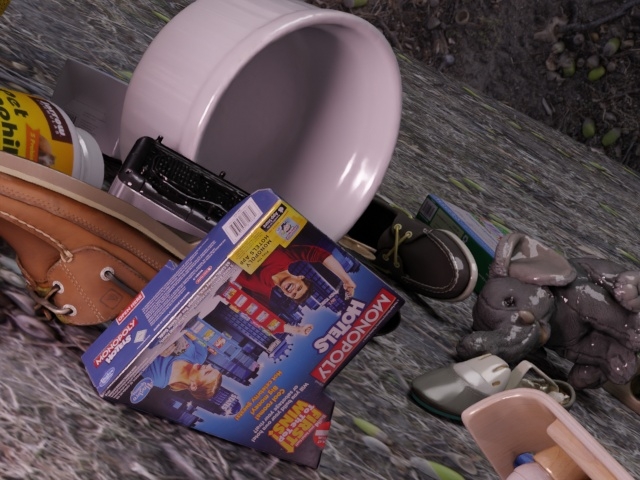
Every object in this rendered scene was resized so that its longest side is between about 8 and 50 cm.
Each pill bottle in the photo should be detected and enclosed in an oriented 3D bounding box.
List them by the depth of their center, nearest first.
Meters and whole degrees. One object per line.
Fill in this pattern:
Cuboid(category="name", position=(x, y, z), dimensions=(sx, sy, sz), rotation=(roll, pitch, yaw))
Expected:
Cuboid(category="pill bottle", position=(-0.273, -0.067, 1.447), dimensions=(0.117, 0.117, 0.215), rotation=(39, 15, 31))

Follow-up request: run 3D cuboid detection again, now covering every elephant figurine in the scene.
Cuboid(category="elephant figurine", position=(0.239, 0.074, 2.035), dimensions=(0.239, 0.169, 0.186), rotation=(10, -10, -18))

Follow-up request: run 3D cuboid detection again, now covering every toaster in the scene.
Cuboid(category="toaster", position=(-0.112, 0.004, 1.561), dimensions=(0.168, 0.110, 0.186), rotation=(29, 13, -7))

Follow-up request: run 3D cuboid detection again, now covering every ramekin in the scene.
Cuboid(category="ramekin", position=(-0.063, -0.112, 1.769), dimensions=(0.135, 0.277, 0.277), rotation=(32, 11, 39))

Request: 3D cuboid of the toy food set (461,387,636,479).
Cuboid(category="toy food set", position=(0.233, 0.262, 1.354), dimensions=(0.306, 0.092, 0.220), rotation=(48, -6, 48))

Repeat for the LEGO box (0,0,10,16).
Cuboid(category="LEGO box", position=(-0.301, -0.379, 1.535), dimensions=(0.193, 0.500, 0.372), rotation=(31, -4, -1))

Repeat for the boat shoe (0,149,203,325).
Cuboid(category="boat shoe", position=(-0.171, 0.018, 1.361), dimensions=(0.307, 0.104, 0.110), rotation=(26, -4, -28))

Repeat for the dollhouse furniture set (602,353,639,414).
Cuboid(category="dollhouse furniture set", position=(0.452, 0.138, 2.205), dimensions=(0.101, 0.161, 0.182), rotation=(37, 15, 25))

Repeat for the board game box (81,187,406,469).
Cuboid(category="board game box", position=(-0.041, 0.079, 1.362), dimensions=(0.194, 0.194, 0.060), rotation=(39, 7, -35))

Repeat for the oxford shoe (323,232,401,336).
Cuboid(category="oxford shoe", position=(0.006, 0.046, 1.737), dimensions=(0.227, 0.083, 0.096), rotation=(13, 26, -51))

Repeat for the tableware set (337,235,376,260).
Cuboid(category="tableware set", position=(0.000, 0.000, 1.995), dimensions=(0.141, 0.020, 0.169), rotation=(27, 9, -8))

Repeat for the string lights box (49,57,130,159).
Cuboid(category="string lights box", position=(-0.149, -0.108, 1.932), dimensions=(0.259, 0.077, 0.133), rotation=(17, 7, -46))

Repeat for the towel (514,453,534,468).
Cuboid(category="towel", position=(0.314, 0.278, 1.663), dimensions=(0.285, 0.034, 0.209), rotation=(23, 14, -29))

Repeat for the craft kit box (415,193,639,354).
Cuboid(category="craft kit box", position=(0.272, 0.050, 2.376), dimensions=(0.246, 0.061, 0.250), rotation=(20, 17, -31))

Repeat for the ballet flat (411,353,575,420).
Cuboid(category="ballet flat", position=(0.172, 0.142, 1.772), dimensions=(0.213, 0.068, 0.072), rotation=(17, 18, -44))

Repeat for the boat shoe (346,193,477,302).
Cuboid(category="boat shoe", position=(0.088, 0.005, 2.087), dimensions=(0.068, 0.081, 0.227), rotation=(15, 13, -42))
